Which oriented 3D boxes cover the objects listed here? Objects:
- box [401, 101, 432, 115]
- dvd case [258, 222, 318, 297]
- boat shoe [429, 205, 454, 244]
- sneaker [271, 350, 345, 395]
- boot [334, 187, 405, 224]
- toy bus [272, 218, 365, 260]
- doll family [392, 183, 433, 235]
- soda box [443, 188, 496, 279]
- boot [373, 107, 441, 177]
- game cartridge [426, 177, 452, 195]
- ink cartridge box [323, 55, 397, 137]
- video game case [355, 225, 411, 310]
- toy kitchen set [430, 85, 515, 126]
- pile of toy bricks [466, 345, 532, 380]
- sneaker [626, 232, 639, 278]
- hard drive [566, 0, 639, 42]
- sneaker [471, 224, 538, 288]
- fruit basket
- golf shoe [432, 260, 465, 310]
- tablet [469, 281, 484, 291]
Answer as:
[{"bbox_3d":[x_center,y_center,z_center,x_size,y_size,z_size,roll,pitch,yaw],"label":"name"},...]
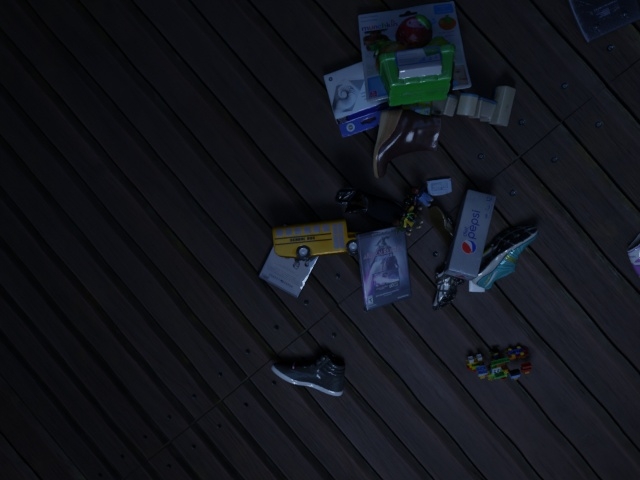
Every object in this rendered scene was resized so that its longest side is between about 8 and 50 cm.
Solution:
[{"bbox_3d":[0.332,-0.468,1.480,0.105,0.043,0.180,7,102,11],"label":"box"},{"bbox_3d":[-0.112,0.078,1.655,0.179,0.029,0.239,29,102,6],"label":"dvd case"},{"bbox_3d":[0.433,-0.057,1.514,0.056,0.049,0.152,-23,100,39],"label":"boat shoe"},{"bbox_3d":[-0.037,0.484,1.665,0.295,0.104,0.147,16,99,3],"label":"sneaker"},{"bbox_3d":[0.175,-0.114,1.478,0.246,0.207,0.094,24,102,7],"label":"boot"},{"bbox_3d":[0.000,0.000,1.557,0.332,0.108,0.131,-7,83,1],"label":"toy bus"},{"bbox_3d":[0.318,-0.108,1.486,0.076,0.111,0.193,13,78,51],"label":"doll family"},{"bbox_3d":[0.497,-0.018,1.436,0.097,0.091,0.287,15,79,8],"label":"soda box"},{"bbox_3d":[0.291,-0.317,1.464,0.206,0.090,0.249,11,118,10],"label":"boot"},{"bbox_3d":[0.419,-0.188,1.516,0.083,0.017,0.056,-5,93,12],"label":"game cartridge"},{"bbox_3d":[0.144,-0.505,1.511,0.223,0.045,0.224,-17,95,13],"label":"ink cartridge box"},{"bbox_3d":[0.227,0.093,1.527,0.195,0.026,0.275,-12,102,-24],"label":"video game case"},{"bbox_3d":[0.503,-0.461,1.427,0.206,0.166,0.122,4,102,-31],"label":"toy kitchen set"},{"bbox_3d":[0.639,0.459,1.528,0.212,0.118,0.105,-14,127,4],"label":"pile of toy bricks"},{"bbox_3d":[1.128,0.004,1.356,0.282,0.102,0.161,-30,88,14],"label":"sneaker"},{"bbox_3d":[0.853,-0.760,1.324,0.171,0.054,0.255,-22,93,13],"label":"hard drive"},{"bbox_3d":[0.634,0.055,1.479,0.110,0.107,0.275,39,106,-19],"label":"sneaker"},{"bbox_3d":[0.294,-0.620,1.379,0.326,0.165,0.354,-5,76,6],"label":"fruit basket"},{"bbox_3d":[0.445,0.161,1.540,0.094,0.077,0.198,45,122,37],"label":"golf shoe"},{"bbox_3d":[0.561,0.143,1.538,0.054,0.006,0.084,1,99,11],"label":"tablet"}]
